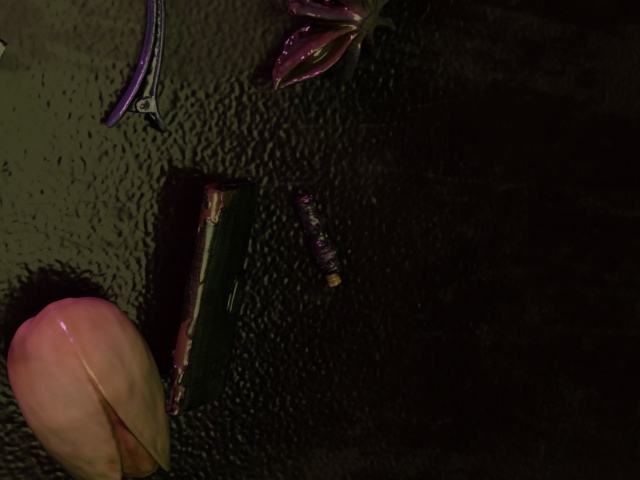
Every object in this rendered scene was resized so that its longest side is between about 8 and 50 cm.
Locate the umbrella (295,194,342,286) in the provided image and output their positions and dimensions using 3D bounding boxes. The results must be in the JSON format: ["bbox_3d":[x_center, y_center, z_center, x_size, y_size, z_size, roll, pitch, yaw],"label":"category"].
[{"bbox_3d":[0.000,0.000,1.764,0.037,0.040,0.144,-29,110,-22],"label":"umbrella"}]

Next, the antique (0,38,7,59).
[{"bbox_3d":[-0.479,-0.168,1.534,0.080,0.081,0.220,22,92,-20],"label":"antique"}]

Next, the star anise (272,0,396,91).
[{"bbox_3d":[0.027,-0.336,1.674,0.198,0.111,0.257,-12,122,-43],"label":"star anise"}]

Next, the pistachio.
[{"bbox_3d":[-0.300,0.208,1.613,0.187,0.187,0.299,-29,113,-13],"label":"pistachio"}]

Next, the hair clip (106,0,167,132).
[{"bbox_3d":[-0.235,-0.285,1.628,0.083,0.048,0.275,5,93,-19],"label":"hair clip"}]

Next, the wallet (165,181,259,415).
[{"bbox_3d":[-0.145,0.075,1.663,0.044,0.169,0.317,12,97,15],"label":"wallet"}]
